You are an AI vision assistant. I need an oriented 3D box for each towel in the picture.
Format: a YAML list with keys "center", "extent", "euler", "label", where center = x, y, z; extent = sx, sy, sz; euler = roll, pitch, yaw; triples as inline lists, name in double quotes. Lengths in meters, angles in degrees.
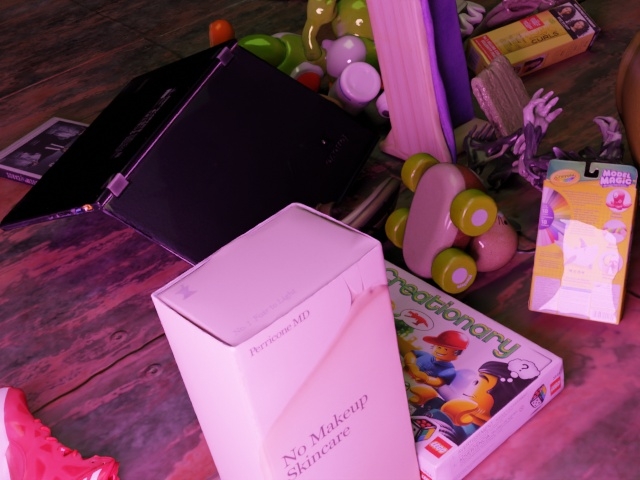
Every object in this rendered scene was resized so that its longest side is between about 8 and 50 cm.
- center: [0.286, -0.202, 1.259]
  extent: [0.027, 0.148, 0.110]
  euler: [-16, 21, 47]
  label: "towel"

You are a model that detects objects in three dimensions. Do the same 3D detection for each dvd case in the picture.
- center: [-0.476, -0.158, 1.511]
  extent: [0.238, 0.029, 0.179]
  euler: [15, 44, 33]
  label: "dvd case"

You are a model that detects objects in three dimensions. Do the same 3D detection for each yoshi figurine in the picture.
- center: [-0.018, -0.370, 1.531]
  extent: [0.362, 0.203, 0.203]
  euler: [-4, 27, 2]
  label: "yoshi figurine"

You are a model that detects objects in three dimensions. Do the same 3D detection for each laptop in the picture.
- center: [-0.193, -0.095, 1.250]
  extent: [0.408, 0.236, 0.382]
  euler: [-8, 39, 40]
  label: "laptop"

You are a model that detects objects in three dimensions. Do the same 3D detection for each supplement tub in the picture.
- center: [0.057, -0.257, 1.412]
  extent: [0.071, 0.071, 0.107]
  euler: [-24, -2, -16]
  label: "supplement tub"

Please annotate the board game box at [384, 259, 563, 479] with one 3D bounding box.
- center: [0.089, 0.132, 0.930]
  extent: [0.193, 0.053, 0.305]
  euler: [-32, 40, -27]
  label: "board game box"

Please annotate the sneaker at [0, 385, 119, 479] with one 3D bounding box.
- center: [-0.284, 0.240, 0.887]
  extent: [0.128, 0.087, 0.221]
  euler: [-12, 47, -15]
  label: "sneaker"

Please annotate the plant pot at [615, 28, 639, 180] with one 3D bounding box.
- center: [0.521, -0.151, 0.982]
  extent: [0.366, 0.366, 0.353]
  euler: [-9, 23, 5]
  label: "plant pot"

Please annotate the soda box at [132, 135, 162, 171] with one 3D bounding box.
- center: [-0.278, -0.134, 1.384]
  extent: [0.067, 0.071, 0.210]
  euler: [-28, 39, -19]
  label: "soda box"

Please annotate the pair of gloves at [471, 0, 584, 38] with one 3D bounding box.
- center: [0.418, -0.450, 1.553]
  extent: [0.240, 0.042, 0.204]
  euler: [-18, 3, -8]
  label: "pair of gloves"

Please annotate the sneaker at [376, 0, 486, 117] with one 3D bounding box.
- center: [0.168, -0.331, 1.434]
  extent: [0.118, 0.110, 0.292]
  euler: [39, 65, -5]
  label: "sneaker"

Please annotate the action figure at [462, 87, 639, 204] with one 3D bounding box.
- center: [0.314, -0.119, 1.082]
  extent: [0.275, 0.164, 0.141]
  euler: [18, 86, 58]
  label: "action figure"

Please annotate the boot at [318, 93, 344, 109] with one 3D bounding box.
- center: [-0.076, -0.143, 1.354]
  extent: [0.248, 0.090, 0.207]
  euler: [-7, 49, 2]
  label: "boot"

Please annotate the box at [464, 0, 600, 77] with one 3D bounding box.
- center: [0.378, -0.352, 1.477]
  extent: [0.232, 0.058, 0.087]
  euler: [-22, 65, -14]
  label: "box"

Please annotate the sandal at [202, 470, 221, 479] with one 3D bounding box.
- center: [-0.106, 0.266, 0.805]
  extent: [0.049, 0.072, 0.180]
  euler: [40, 53, 23]
  label: "sandal"

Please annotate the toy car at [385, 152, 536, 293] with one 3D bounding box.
- center: [0.205, -0.018, 1.040]
  extent: [0.188, 0.149, 0.155]
  euler: [5, 23, -26]
  label: "toy car"

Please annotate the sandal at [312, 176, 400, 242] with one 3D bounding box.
- center: [-0.001, 0.000, 1.066]
  extent: [0.303, 0.120, 0.086]
  euler: [-37, 66, -29]
  label: "sandal"

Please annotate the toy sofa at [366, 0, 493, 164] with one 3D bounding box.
- center: [0.164, -0.293, 1.225]
  extent: [0.150, 0.362, 0.177]
  euler: [-29, 32, -22]
  label: "toy sofa"

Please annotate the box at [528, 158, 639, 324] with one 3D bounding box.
- center: [0.304, -0.001, 0.950]
  extent: [0.105, 0.179, 0.043]
  euler: [9, 8, 26]
  label: "box"

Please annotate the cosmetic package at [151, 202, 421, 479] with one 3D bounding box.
- center: [-0.015, 0.144, 0.725]
  extent: [0.160, 0.309, 0.113]
  euler: [-35, 41, -28]
  label: "cosmetic package"
